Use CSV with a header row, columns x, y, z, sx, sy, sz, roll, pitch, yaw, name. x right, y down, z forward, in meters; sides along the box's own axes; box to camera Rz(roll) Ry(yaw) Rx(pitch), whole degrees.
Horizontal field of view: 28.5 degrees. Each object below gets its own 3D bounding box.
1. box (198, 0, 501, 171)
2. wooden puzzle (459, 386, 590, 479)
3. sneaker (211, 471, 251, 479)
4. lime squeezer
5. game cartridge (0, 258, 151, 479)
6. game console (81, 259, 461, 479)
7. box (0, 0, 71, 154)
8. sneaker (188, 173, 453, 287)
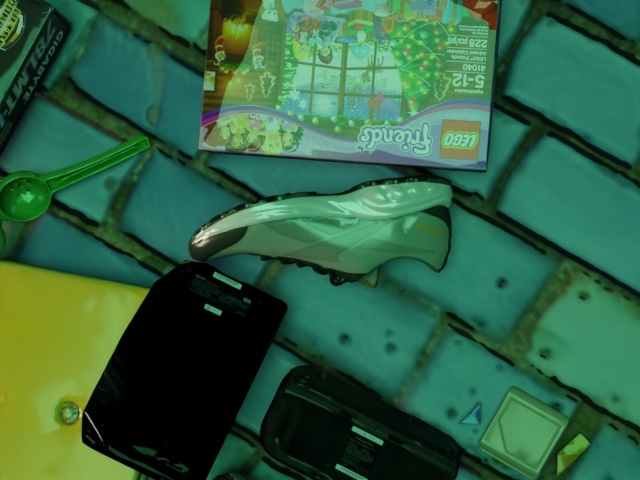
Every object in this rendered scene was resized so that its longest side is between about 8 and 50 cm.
x,y,z,sx,sy,sz,roll,pitch,yaw,name
0.031,-0.179,1.273,0.293,0.057,0.201,4,91,7,box
0.205,0.195,1.269,0.116,0.014,0.079,37,89,6,wooden puzzle
0.028,0.341,1.251,0.343,0.134,0.146,35,57,13,sneaker
-0.311,-0.010,1.286,0.110,0.059,0.310,28,60,26,lime squeezer
-0.327,0.164,1.313,0.323,0.052,0.285,11,86,10,game cartridge
-0.036,0.180,1.241,0.361,0.044,0.213,27,69,-2,game console
-0.457,-0.169,1.313,0.293,0.073,0.296,26,87,8,box
0.000,0.000,1.256,0.271,0.100,0.108,-7,94,7,sneaker
